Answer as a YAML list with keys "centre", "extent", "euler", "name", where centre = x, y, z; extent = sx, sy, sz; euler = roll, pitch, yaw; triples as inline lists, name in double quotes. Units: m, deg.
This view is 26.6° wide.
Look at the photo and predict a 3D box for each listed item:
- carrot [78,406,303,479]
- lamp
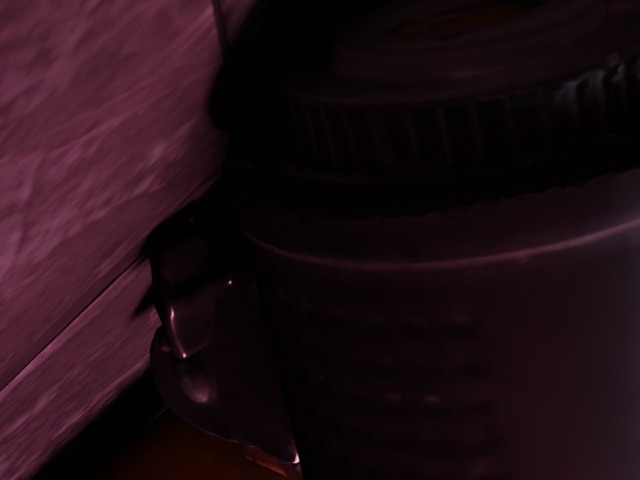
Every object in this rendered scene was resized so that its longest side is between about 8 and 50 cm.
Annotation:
- centre: [-0.133, 0.277, 0.831]
  extent: [0.341, 0.224, 0.224]
  euler: [-45, 172, -18]
  name: "carrot"
- centre: [0.087, 0.034, 0.544]
  extent: [0.205, 0.374, 0.272]
  euler: [-36, 140, -45]
  name: "lamp"
